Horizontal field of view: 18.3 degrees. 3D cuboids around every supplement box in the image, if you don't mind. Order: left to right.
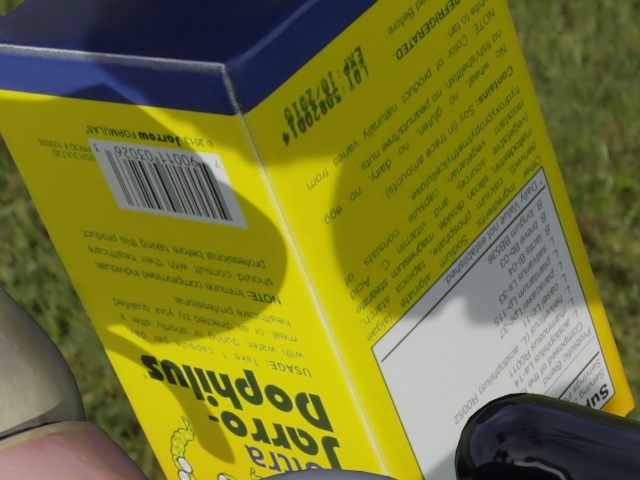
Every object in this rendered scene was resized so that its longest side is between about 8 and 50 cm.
[{"bbox_3d":[0.000,0.000,1.063,0.195,0.356,0.194,9,42,42],"label":"supplement box"}]

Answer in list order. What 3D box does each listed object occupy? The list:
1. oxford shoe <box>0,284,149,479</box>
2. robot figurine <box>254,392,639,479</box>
[{"bbox_3d":[-0.257,0.137,0.666,0.397,0.140,0.146,-26,64,-17],"label":"oxford shoe"},{"bbox_3d":[0.067,0.159,0.464,0.278,0.173,0.209,17,22,3],"label":"robot figurine"}]
